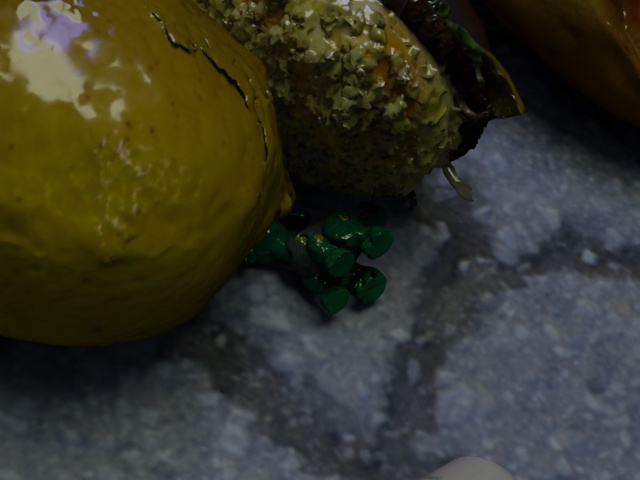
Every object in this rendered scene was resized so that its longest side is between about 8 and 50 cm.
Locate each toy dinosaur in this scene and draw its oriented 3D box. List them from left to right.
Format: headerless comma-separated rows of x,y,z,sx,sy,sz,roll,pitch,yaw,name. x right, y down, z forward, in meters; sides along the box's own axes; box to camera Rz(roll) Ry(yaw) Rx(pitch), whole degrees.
0.000,0.000,1.331,0.096,0.059,0.132,33,40,32,toy dinosaur

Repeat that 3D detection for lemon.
-0.156,-0.055,1.181,0.310,0.253,0.253,18,44,-25,lemon

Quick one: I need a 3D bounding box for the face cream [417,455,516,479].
-0.005,0.223,1.097,0.311,0.092,0.092,-24,62,-35,face cream

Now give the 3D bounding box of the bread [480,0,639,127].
0.187,-0.227,1.496,0.344,0.149,0.195,44,15,-3,bread

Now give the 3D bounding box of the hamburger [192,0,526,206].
0.012,-0.117,1.317,0.262,0.243,0.138,40,69,-12,hamburger
